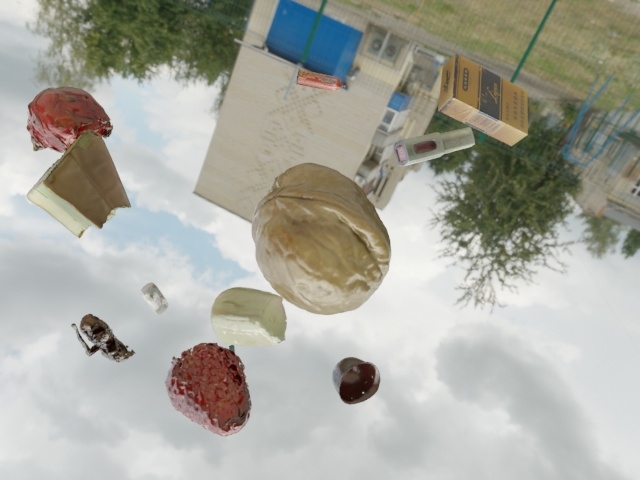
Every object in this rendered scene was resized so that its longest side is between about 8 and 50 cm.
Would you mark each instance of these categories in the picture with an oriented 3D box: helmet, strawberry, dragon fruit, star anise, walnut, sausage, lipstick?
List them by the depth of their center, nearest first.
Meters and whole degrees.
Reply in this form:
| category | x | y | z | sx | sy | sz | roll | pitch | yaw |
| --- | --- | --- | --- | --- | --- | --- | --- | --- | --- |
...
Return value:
| category | x | y | z | sx | sy | sz | roll | pitch | yaw |
| --- | --- | --- | --- | --- | --- | --- | --- | --- | --- |
| star anise | -0.445 | 0.196 | 1.022 | 0.097 | 0.191 | 0.070 | 36 | -116 | 26 |
| walnut | -0.002 | 0.000 | 1.043 | 0.252 | 0.277 | 0.313 | 23 | 164 | 48 |
| strawberry | -0.257 | 0.371 | 1.244 | 0.205 | 0.205 | 0.244 | 7 | -160 | -38 |
| dragon fruit | -0.647 | -0.308 | 1.310 | 0.209 | 0.172 | 0.172 | -13 | -149 | -11 |
| sausage | 0.003 | -0.462 | 1.489 | 0.145 | 0.048 | 0.050 | 11 | -161 | -3 |
| lipstick | 0.356 | -0.295 | 1.595 | 0.252 | 0.079 | 0.077 | -15 | -179 | -19 |
| helmet | 0.106 | 0.442 | 1.668 | 0.175 | 0.155 | 0.106 | 21 | -174 | -34 |

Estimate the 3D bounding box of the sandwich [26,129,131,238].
| category | x | y | z | sx | sy | sz | roll | pitch | yaw |
| --- | --- | --- | --- | --- | --- | --- | --- | --- | --- |
| sandwich | -0.541 | -0.131 | 1.211 | 0.186 | 0.108 | 0.220 | 46 | -139 | -31 |

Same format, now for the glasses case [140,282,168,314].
| category | x | y | z | sx | sy | sz | roll | pitch | yaw |
| --- | --- | --- | --- | --- | --- | --- | --- | --- | --- |
| glasses case | -0.603 | 0.213 | 1.863 | 0.041 | 0.164 | 0.063 | 32 | -118 | 29 |

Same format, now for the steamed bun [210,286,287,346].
| category | x | y | z | sx | sy | sz | roll | pitch | yaw |
| --- | --- | --- | --- | --- | --- | --- | --- | --- | --- |
| steamed bun | -0.212 | 0.233 | 1.601 | 0.225 | 0.200 | 0.170 | 5 | -133 | 17 |

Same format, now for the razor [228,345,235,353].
| category | x | y | z | sx | sy | sz | roll | pitch | yaw |
| --- | --- | --- | --- | --- | --- | --- | --- | --- | --- |
| razor | -0.291 | 0.418 | 1.726 | 0.033 | 0.066 | 0.190 | -9 | -127 | -17 |

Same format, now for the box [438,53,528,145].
| category | x | y | z | sx | sy | sz | roll | pitch | yaw |
| --- | --- | --- | --- | --- | --- | --- | --- | --- | --- |
| box | 0.422 | -0.360 | 1.320 | 0.237 | 0.070 | 0.152 | 22 | -118 | -18 |
